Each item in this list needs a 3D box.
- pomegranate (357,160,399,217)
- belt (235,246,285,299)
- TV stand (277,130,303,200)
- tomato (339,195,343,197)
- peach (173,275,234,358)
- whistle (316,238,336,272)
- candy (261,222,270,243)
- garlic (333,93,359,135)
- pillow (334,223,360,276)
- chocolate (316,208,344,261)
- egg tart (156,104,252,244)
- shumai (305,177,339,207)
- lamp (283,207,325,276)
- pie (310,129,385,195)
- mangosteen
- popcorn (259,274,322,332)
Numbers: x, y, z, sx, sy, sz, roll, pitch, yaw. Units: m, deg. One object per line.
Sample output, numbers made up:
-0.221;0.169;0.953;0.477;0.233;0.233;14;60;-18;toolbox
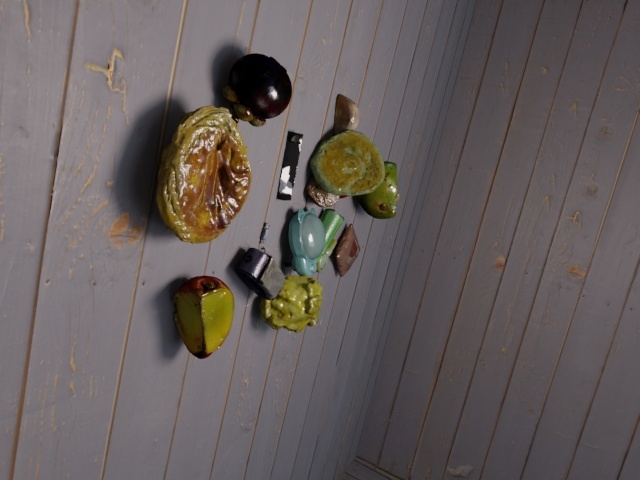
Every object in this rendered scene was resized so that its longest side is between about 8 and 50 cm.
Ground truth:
0.295;-0.283;2.326;0.309;0.216;0.358;78;8;-45;pomegranate
-0.210;0.117;1.616;0.126;0.140;0.230;-59;149;-24;belt
-0.116;-0.278;1.673;0.049;0.040;0.256;-10;114;-62;TV stand
0.099;-0.272;1.959;0.195;0.136;0.195;-52;172;-10;tomato
-0.355;0.228;1.371;0.154;0.159;0.267;-27;128;-43;peach
0.027;0.072;2.154;0.198;0.057;0.104;-53;149;-33;whistle
-0.208;-0.027;1.669;0.030;0.020;0.083;2;105;-62;candy
0.116;-0.524;1.915;0.087;0.102;0.195;-34;134;-55;garlic
0.143;0.058;2.346;0.223;0.084;0.236;-62;155;-25;pillow
0.000;0.000;2.018;0.291;0.110;0.110;-62;152;-15;chocolate
-0.330;-0.159;1.192;0.339;0.153;0.351;-61;152;-23;egg tart
0.001;-0.209;1.881;0.139;0.105;0.123;34;88;-31;shumai
-0.059;0.010;1.843;0.209;0.147;0.283;-11;116;-66;lamp
0.121;-0.311;1.837;0.323;0.323;0.070;-62;176;-21;pie
-0.192;-0.426;1.296;0.230;0.194;0.194;-50;156;9;mangosteen
-0.123;0.257;1.801;0.235;0.250;0.241;-110;-156;-66;popcorn
